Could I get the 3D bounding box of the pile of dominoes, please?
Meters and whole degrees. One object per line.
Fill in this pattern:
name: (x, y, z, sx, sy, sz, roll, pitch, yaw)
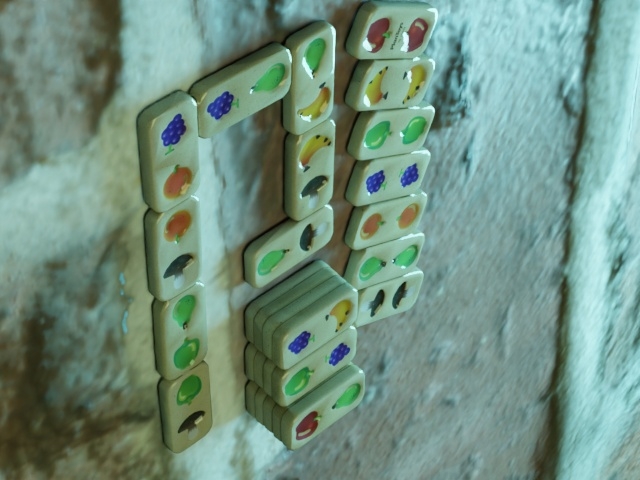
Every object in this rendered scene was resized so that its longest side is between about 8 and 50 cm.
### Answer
pile of dominoes: (0.000, 0.000, 0.835, 0.196, 0.040, 0.251, -33, 143, -30)
